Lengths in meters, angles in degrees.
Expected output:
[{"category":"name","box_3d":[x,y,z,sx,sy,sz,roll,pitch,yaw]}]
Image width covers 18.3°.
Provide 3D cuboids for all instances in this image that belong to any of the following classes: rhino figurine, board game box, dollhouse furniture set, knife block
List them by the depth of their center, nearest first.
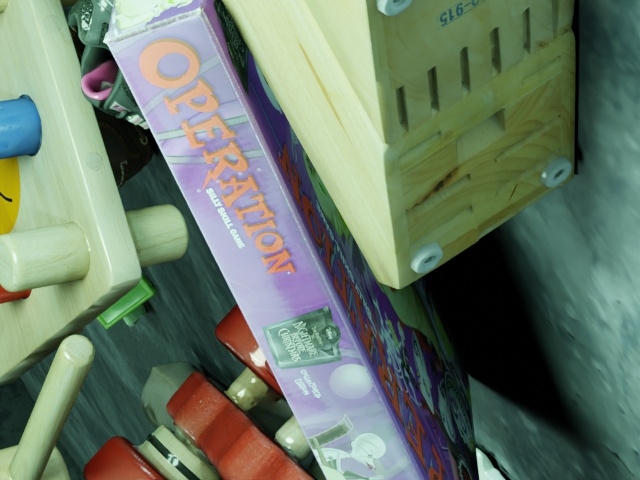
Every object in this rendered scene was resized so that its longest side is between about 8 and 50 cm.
[{"category":"knife block","box_3d":[-0.011,-0.144,0.733,0.242,0.088,0.275,51,165,30]},{"category":"board game box","box_3d":[0.000,0.000,0.917,0.208,0.056,0.346,-84,-27,-55]},{"category":"rhino figurine","box_3d":[-0.095,0.172,1.776,0.106,0.073,0.243,60,165,-21]},{"category":"dollhouse furniture set","box_3d":[-0.186,0.040,1.907,0.076,0.058,0.151,51,-174,-4]}]

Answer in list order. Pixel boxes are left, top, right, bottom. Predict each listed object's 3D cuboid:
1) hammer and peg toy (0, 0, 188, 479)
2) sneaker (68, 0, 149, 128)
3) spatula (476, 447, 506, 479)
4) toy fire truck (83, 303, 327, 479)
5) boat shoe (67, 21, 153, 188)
[{"category":"hammer and peg toy","box_3d":[-0.188,-0.003,1.306,0.266,0.127,0.361,-36,69,55]},{"category":"sneaker","box_3d":[-0.107,-0.098,1.198,0.072,0.077,0.178,47,164,42]},{"category":"spatula","box_3d":[0.138,0.198,1.133,0.242,0.019,0.168,33,148,57]},{"category":"toy fire truck","box_3d":[-0.001,0.188,1.315,0.254,0.169,0.302,45,173,-17]},{"category":"boat shoe","box_3d":[-0.203,-0.128,1.477,0.207,0.073,0.073,58,147,-6]}]
